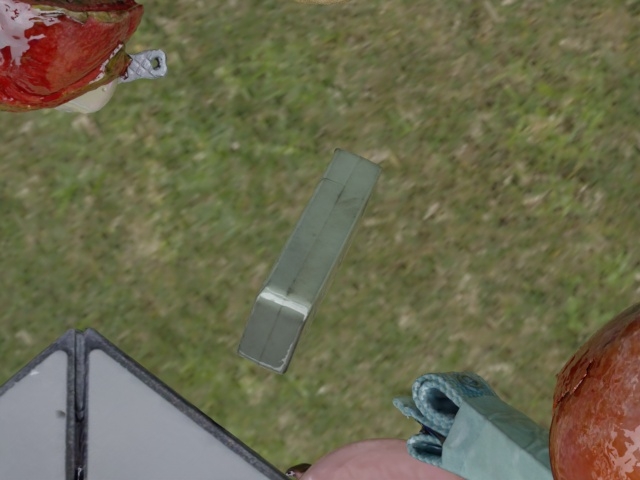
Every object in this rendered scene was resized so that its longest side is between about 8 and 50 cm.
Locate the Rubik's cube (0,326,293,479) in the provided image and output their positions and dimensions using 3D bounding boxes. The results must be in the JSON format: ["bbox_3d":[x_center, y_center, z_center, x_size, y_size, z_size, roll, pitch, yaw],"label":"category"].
[{"bbox_3d":[-0.176,0.266,1.217,0.254,0.260,0.259,36,146,23],"label":"Rubik's cube"}]

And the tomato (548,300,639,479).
[{"bbox_3d":[0.246,0.120,1.016,0.208,0.208,0.184,-43,74,35],"label":"tomato"}]

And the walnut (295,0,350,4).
[{"bbox_3d":[0.012,-0.360,1.374,0.277,0.313,0.252,3,148,49],"label":"walnut"}]

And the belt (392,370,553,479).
[{"bbox_3d":[0.174,0.195,1.262,0.302,0.072,0.087,33,114,43],"label":"belt"}]

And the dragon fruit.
[{"bbox_3d":[-0.232,-0.144,1.286,0.120,0.127,0.161,30,126,12],"label":"dragon fruit"}]

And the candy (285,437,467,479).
[{"bbox_3d":[0.061,0.313,1.585,0.255,0.255,0.094,44,152,6],"label":"candy"}]

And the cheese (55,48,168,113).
[{"bbox_3d":[-0.249,-0.181,1.760,0.047,0.171,0.092,16,94,57],"label":"cheese"}]

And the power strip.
[{"bbox_3d":[0.000,0.000,1.472,0.053,0.288,0.093,24,131,4],"label":"power strip"}]
